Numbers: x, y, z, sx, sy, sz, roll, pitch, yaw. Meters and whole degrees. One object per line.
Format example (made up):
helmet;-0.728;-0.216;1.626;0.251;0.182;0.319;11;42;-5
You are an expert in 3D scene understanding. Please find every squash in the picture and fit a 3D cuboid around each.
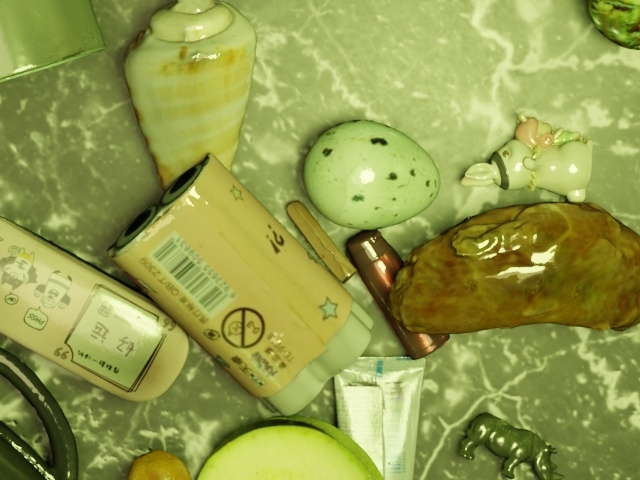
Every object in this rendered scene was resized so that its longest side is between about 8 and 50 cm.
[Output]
squash;-0.038;0.335;1.805;0.252;0.049;0.252;0;91;19

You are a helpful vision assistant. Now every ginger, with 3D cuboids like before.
ginger;0.240;0.027;1.740;0.321;0.165;0.172;0;124;-9

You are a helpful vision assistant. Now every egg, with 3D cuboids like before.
egg;0.060;-0.074;1.756;0.164;0.131;0.131;12;98;-27

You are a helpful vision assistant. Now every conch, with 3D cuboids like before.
conch;-0.146;-0.169;1.728;0.158;0.127;0.255;-6;98;-2
conch;0.389;-0.309;1.731;0.187;0.124;0.181;-39;100;-5

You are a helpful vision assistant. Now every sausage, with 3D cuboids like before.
sausage;0.000;0.000;1.794;0.026;0.026;0.116;-39;81;3

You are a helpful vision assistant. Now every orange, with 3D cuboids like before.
orange;-0.194;0.293;1.814;0.085;0.085;0.085;0;98;-2

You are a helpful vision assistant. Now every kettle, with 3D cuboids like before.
kettle;-0.430;0.268;1.745;0.250;0.207;0.271;-42;89;10

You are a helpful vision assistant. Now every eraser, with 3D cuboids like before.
eraser;-0.089;0.060;1.754;0.171;0.087;0.290;-42;108;6

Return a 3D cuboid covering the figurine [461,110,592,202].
figurine;0.244;-0.097;1.790;0.146;0.081;0.098;8;54;2

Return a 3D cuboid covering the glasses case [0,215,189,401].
glasses case;-0.303;0.079;1.781;0.314;0.075;0.122;30;97;-6

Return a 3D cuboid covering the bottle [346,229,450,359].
bottle;0.088;0.061;1.804;0.060;0.060;0.164;-32;97;2

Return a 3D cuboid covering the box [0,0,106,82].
box;-0.364;-0.249;1.659;0.226;0.226;0.149;-16;98;0

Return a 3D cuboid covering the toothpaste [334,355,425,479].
toothpaste;0.069;0.289;1.832;0.114;0.073;0.299;1;92;-6

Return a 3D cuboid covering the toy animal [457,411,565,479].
toy animal;0.238;0.259;1.840;0.135;0.047;0.065;26;88;0
